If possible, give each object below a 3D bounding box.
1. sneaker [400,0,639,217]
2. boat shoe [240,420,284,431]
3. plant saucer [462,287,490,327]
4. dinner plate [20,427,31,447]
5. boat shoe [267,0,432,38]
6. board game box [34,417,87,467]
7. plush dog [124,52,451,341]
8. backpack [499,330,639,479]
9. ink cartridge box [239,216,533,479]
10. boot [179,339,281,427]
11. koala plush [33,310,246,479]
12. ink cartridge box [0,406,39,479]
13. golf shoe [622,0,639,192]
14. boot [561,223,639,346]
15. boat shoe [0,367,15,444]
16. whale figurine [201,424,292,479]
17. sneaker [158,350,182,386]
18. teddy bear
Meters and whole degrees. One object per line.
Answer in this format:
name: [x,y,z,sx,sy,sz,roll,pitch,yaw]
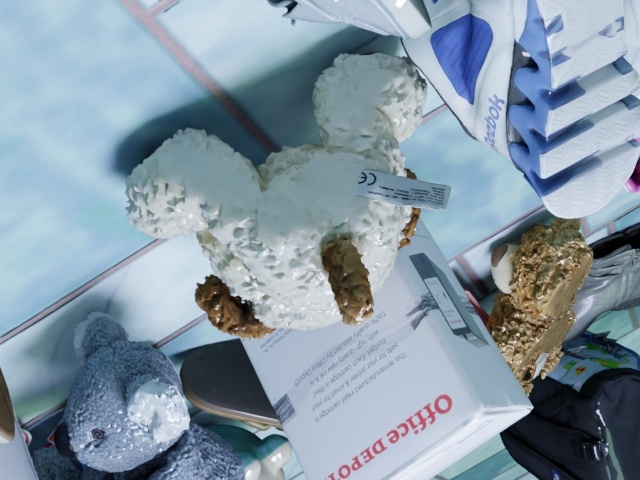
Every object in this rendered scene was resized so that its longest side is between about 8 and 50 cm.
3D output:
sneaker: [0.132,-0.182,0.790,0.128,0.182,0.315,-24,127,-27]
boat shoe: [-0.073,0.210,1.434,0.060,0.064,0.178,-63,152,2]
plant saucer: [0.107,0.148,1.507,0.258,0.047,0.259,-32,155,8]
dinner plate: [-0.384,0.233,1.192,0.141,0.017,0.141,-22,155,-11]
boat shoe: [-0.005,-0.184,0.717,0.081,0.079,0.227,-28,153,23]
board game box: [-0.307,0.264,1.257,0.168,0.033,0.133,-53,163,-21]
plush dog: [0.000,0.000,0.913,0.263,0.210,0.225,-27,159,-5]
backpack: [0.405,0.277,1.738,0.273,0.290,0.356,-29,-161,-28]
ink cartridge box: [0.045,0.102,1.076,0.198,0.272,0.115,-40,153,25]
boot: [-0.044,0.193,1.319,0.305,0.112,0.115,10,139,-35]
koala plush: [-0.177,0.186,1.055,0.203,0.196,0.221,-19,121,-24]
ink cartridge box: [-0.418,0.267,1.002,0.270,0.197,0.198,-36,153,17]
golf shoe: [0.317,-0.164,1.008,0.115,0.140,0.306,-18,153,-17]
boot: [0.395,0.059,1.627,0.247,0.083,0.161,-25,143,-7]
boat shoe: [-0.344,0.098,0.869,0.098,0.109,0.302,-24,150,3]
whale figurine: [-0.140,0.303,1.406,0.216,0.141,0.272,-35,168,-13]
sneaker: [-0.213,0.221,1.268,0.114,0.152,0.305,17,127,2]
teddy bear: [0.265,0.104,1.461,0.245,0.113,0.338,-49,155,-15]
